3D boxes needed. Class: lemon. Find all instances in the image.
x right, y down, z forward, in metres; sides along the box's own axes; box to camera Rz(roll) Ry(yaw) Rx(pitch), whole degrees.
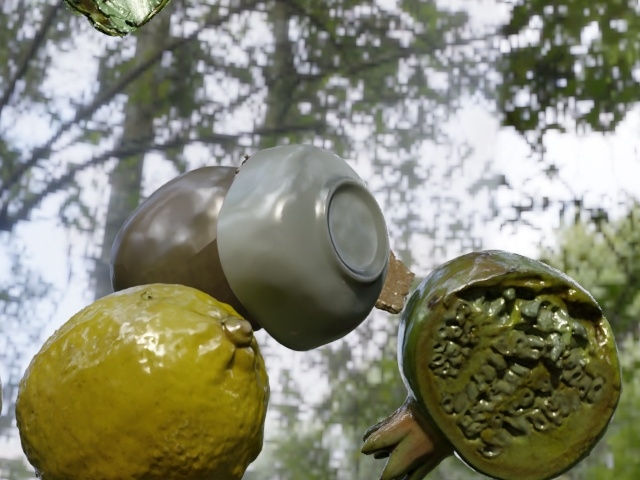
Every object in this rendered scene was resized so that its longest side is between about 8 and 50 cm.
[{"bbox_3d":[-0.189,0.182,1.620,0.322,0.268,0.268,-33,-41,15],"label":"lemon"}]

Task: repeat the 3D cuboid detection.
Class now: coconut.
[{"bbox_3d":[-0.236,-0.301,1.684,0.158,0.133,0.055,-1,8,-23],"label":"coconut"}]

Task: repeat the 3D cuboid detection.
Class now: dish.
[{"bbox_3d":[0.000,0.000,1.765,0.117,0.256,0.256,-16,-35,37],"label":"dish"}]

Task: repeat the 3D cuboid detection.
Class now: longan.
[{"bbox_3d":[-0.198,0.036,2.640,0.361,0.361,0.361,3,-30,2],"label":"longan"}]

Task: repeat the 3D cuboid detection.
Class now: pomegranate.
[{"bbox_3d":[0.208,0.175,1.892,0.358,0.216,0.310,-38,-75,10],"label":"pomegranate"}]

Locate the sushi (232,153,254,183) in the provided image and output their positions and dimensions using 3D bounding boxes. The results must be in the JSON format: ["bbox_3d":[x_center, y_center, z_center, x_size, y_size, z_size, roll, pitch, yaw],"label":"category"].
[{"bbox_3d":[-0.057,-0.066,2.097,0.150,0.090,0.078,34,-11,33],"label":"sushi"}]

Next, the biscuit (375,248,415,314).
[{"bbox_3d":[0.105,0.057,2.639,0.131,0.237,0.026,23,-62,3],"label":"biscuit"}]

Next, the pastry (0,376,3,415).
[{"bbox_3d":[-0.617,0.263,2.261,0.265,0.133,0.265,-11,7,1],"label":"pastry"}]
